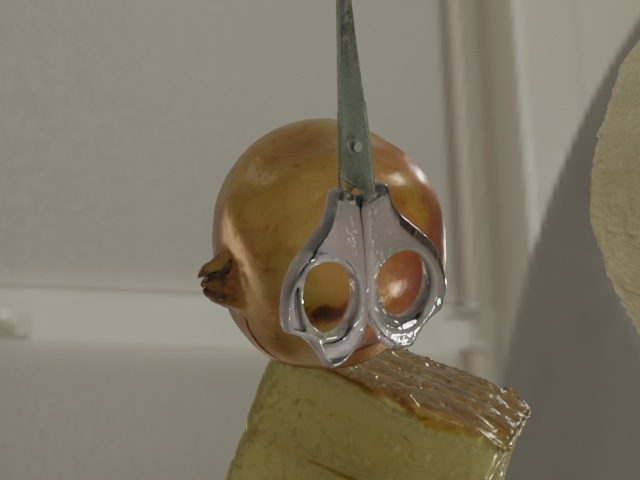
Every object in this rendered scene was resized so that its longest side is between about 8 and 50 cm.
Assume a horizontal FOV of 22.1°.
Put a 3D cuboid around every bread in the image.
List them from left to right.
[{"bbox_3d":[0.065,0.228,1.759,0.279,0.279,0.207,-18,130,-80],"label":"bread"}]

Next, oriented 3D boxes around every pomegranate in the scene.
[{"bbox_3d":[0.005,-0.001,1.349,0.209,0.209,0.209,-177,-90,-78],"label":"pomegranate"}]

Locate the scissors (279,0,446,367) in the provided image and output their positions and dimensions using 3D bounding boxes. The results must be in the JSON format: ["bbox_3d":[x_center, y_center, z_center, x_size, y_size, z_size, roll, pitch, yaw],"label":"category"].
[{"bbox_3d":[0.017,-0.035,0.786,0.015,0.100,0.189,10,-73,52],"label":"scissors"}]

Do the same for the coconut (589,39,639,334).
[{"bbox_3d":[0.254,-0.023,0.795,0.266,0.237,0.237,-119,-147,-80],"label":"coconut"}]
